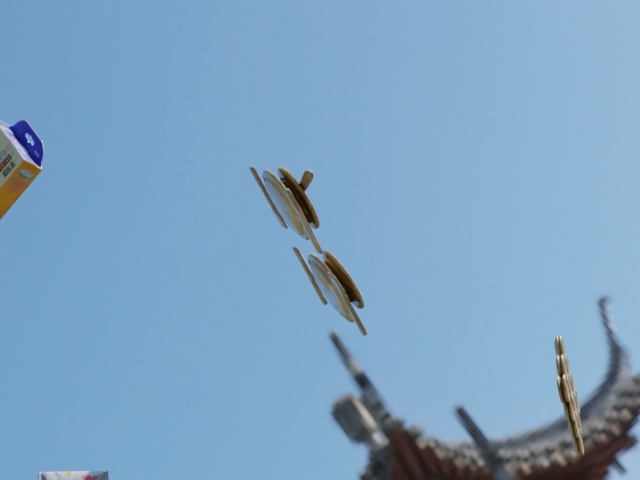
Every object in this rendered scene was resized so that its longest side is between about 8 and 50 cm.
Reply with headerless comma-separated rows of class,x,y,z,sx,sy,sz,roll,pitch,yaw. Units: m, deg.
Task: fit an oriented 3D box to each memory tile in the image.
memory tile,0.332,0.208,2.114,0.012,0.113,0.148,-10,-49,12

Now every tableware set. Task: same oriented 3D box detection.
tableware set,0.000,0.000,1.665,0.039,0.128,0.194,-33,-66,-11

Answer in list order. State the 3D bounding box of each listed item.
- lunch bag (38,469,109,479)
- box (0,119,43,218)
lunch bag,-0.236,0.265,1.511,0.071,0.083,0.053,1,-25,-11
box,-0.310,-0.052,1.441,0.136,0.081,0.028,-50,-41,8
